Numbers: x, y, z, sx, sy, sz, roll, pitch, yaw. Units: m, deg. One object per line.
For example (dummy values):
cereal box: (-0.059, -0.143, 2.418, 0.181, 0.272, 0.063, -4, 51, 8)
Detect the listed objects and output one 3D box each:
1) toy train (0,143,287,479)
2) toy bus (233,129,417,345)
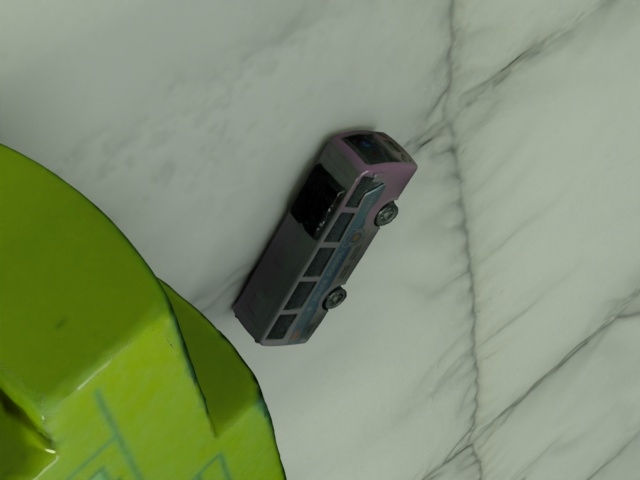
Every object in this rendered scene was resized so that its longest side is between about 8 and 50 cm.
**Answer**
toy train: (-0.143, 0.153, 0.504, 0.272, 0.179, 0.442, -42, 151, -23)
toy bus: (0.000, 0.000, 0.629, 0.052, 0.037, 0.131, 0, 130, -47)
